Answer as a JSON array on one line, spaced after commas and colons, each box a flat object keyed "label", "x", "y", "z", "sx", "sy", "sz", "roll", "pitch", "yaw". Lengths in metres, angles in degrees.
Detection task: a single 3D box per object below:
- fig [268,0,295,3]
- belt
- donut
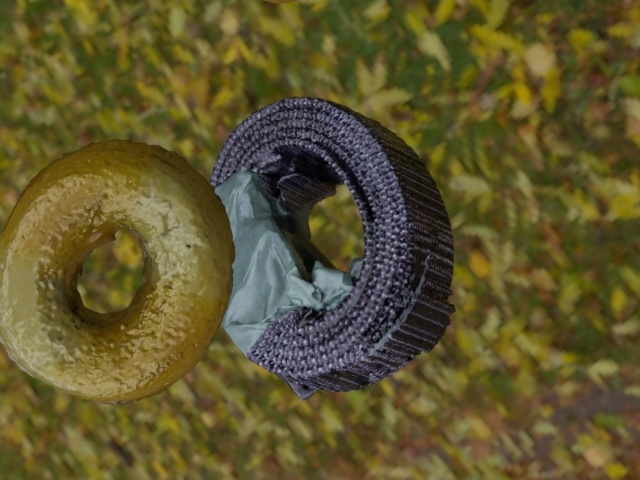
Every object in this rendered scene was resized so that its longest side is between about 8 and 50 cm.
[{"label": "fig", "x": -0.079, "y": -0.357, "z": 1.723, "sx": 0.257, "sy": 0.159, "sz": 0.159, "roll": 36, "pitch": 167, "yaw": -38}, {"label": "belt", "x": 0.000, "y": 0.000, "z": 1.717, "sx": 0.260, "sy": 0.122, "sz": 0.325, "roll": -41, "pitch": 57, "yaw": 22}, {"label": "donut", "x": -0.135, "y": 0.022, "z": 1.086, "sx": 0.162, "sy": 0.178, "sz": 0.065, "roll": 16, "pitch": -177, "yaw": -10}]
